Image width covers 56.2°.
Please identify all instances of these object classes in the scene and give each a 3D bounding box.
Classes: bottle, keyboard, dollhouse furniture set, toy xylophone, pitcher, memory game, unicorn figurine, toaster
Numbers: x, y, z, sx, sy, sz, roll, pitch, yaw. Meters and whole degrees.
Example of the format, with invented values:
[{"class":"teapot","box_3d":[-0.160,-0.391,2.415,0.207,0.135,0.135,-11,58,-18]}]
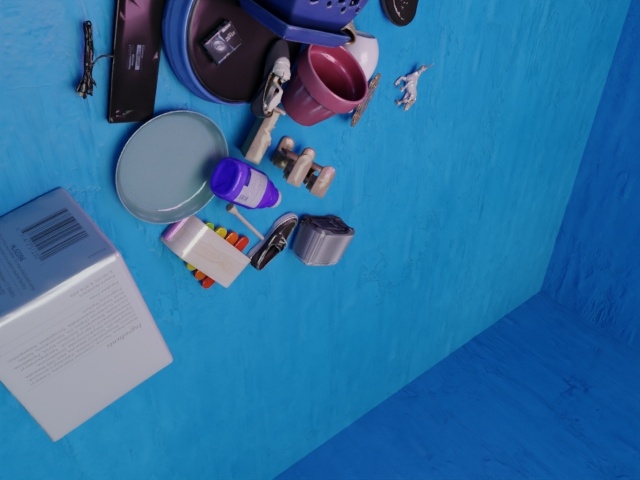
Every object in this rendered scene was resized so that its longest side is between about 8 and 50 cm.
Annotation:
[{"class":"bottle","box_3d":[-0.200,-0.149,1.698,0.118,0.092,0.283,-67,157,3]},{"class":"keyboard","box_3d":[-0.446,-0.411,1.329,0.202,0.033,0.317,-16,129,-46]},{"class":"dollhouse furniture set","box_3d":[-0.077,-0.263,1.683,0.242,0.212,0.161,23,104,-24]},{"class":"toy xylophone","box_3d":[-0.302,0.015,1.768,0.236,0.081,0.322,-45,141,-10]},{"class":"pitcher","box_3d":[0.096,-0.482,1.715,0.126,0.177,0.207,9,119,-13]},{"class":"memory game","box_3d":[0.139,-0.432,1.847,0.186,0.012,0.186,-61,176,-7]},{"class":"unicorn figurine","box_3d":[0.301,-0.517,1.995,0.111,0.060,0.162,-34,155,-23]},{"class":"toaster","box_3d":[0.000,0.000,2.028,0.227,0.129,0.146,-1,122,-47]}]

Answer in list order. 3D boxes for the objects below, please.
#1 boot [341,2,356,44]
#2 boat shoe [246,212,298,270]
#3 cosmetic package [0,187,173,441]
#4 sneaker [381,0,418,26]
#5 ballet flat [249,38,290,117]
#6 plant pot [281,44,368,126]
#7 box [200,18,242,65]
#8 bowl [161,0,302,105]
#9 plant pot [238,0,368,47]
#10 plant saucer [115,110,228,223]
[{"class":"boot","box_3d":[0.024,-0.615,1.547,0.213,0.077,0.165,19,63,-53]},{"class":"boat shoe","box_3d":[-0.141,0.007,1.935,0.219,0.070,0.078,-48,142,-5]},{"class":"cosmetic package","box_3d":[-0.603,0.166,1.378,0.327,0.329,0.393,-34,138,-23]},{"class":"sneaker","box_3d":[0.258,-0.765,1.682,0.125,0.140,0.340,-26,135,-30]},{"class":"ballet flat","box_3d":[-0.113,-0.401,1.514,0.074,0.074,0.203,7,113,-48]},{"class":"plant pot","box_3d":[-0.005,-0.408,1.615,0.201,0.201,0.180,-6,161,-43]},{"class":"box","box_3d":[-0.227,-0.456,1.381,0.083,0.018,0.067,-46,144,-11]},{"class":"bowl","box_3d":[-0.192,-0.515,1.456,0.391,0.077,0.391,-29,138,-31]},{"class":"plant pot","box_3d":[-0.035,-0.569,1.334,0.236,0.236,0.212,-10,133,-45]},{"class":"plant saucer","box_3d":[-0.386,-0.191,1.554,0.318,0.044,0.317,-27,136,-30]}]
